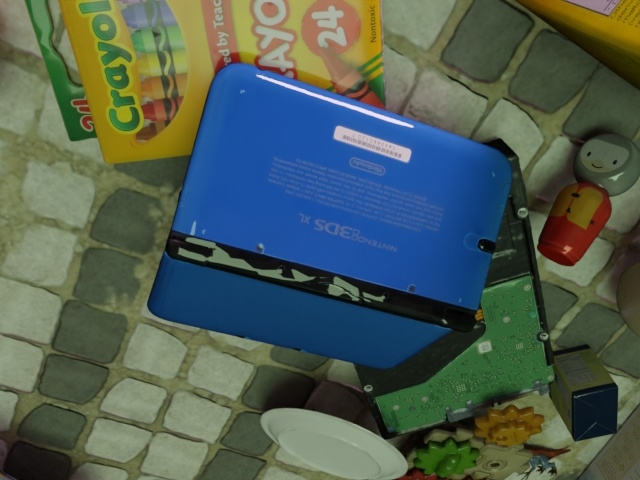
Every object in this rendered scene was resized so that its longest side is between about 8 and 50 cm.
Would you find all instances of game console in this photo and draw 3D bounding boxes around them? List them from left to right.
[{"bbox_3d":[0.000,0.000,0.625,0.293,0.173,0.250,15,89,-15],"label":"game console"}]

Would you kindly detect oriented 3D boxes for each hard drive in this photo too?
[{"bbox_3d":[0.137,0.072,0.740,0.236,0.064,0.339,-18,119,5],"label":"hard drive"}]

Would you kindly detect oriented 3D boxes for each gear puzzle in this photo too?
[{"bbox_3d":[0.192,0.322,0.851,0.175,0.044,0.339,18,130,-17],"label":"gear puzzle"}]

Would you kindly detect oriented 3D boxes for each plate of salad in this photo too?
[{"bbox_3d":[0.018,0.259,0.818,0.199,0.048,0.200,14,143,11],"label":"plate of salad"}]

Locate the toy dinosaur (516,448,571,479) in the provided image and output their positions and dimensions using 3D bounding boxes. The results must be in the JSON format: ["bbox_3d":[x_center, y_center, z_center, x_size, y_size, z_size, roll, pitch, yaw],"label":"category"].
[{"bbox_3d":[0.305,0.311,0.915,0.082,0.047,0.090,47,73,-16],"label":"toy dinosaur"}]

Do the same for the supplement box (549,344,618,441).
[{"bbox_3d":[0.339,0.197,0.815,0.056,0.083,0.083,-12,120,2],"label":"supplement box"}]

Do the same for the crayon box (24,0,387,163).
[{"bbox_3d":[-0.105,-0.184,0.565,0.318,0.081,0.202,-7,120,0],"label":"crayon box"}]

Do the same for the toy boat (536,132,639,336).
[{"bbox_3d":[0.388,0.023,0.662,0.318,0.267,0.148,33,82,-2],"label":"toy boat"}]

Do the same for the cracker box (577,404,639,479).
[{"bbox_3d":[0.467,0.324,0.857,0.067,0.156,0.232,17,117,-15],"label":"cracker box"}]

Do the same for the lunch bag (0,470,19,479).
[{"bbox_3d":[-0.451,0.374,0.806,0.262,0.160,0.223,-36,115,21],"label":"lunch bag"}]

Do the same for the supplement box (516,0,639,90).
[{"bbox_3d":[0.326,-0.179,0.445,0.195,0.356,0.194,28,114,-18],"label":"supplement box"}]
